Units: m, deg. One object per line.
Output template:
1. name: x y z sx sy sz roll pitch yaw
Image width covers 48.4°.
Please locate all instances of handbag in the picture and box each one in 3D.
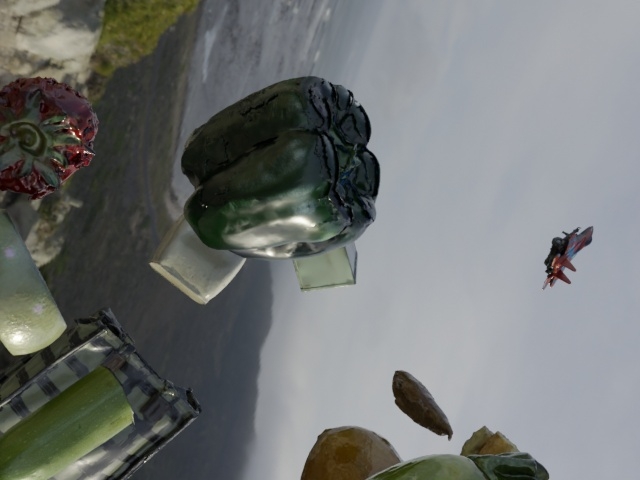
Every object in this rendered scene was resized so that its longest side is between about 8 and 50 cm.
1. handbag: -0.461 0.335 1.412 0.327 0.325 0.162 -37 -152 1

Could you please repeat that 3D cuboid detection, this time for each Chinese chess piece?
1. Chinese chess piece: -0.473 0.061 1.082 0.092 0.237 0.237 -29 165 -21

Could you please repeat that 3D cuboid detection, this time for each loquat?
1. loquat: 0.062 0.375 1.014 0.176 0.234 0.187 -39 156 15

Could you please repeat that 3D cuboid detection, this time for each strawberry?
1. strawberry: -0.451 -0.169 1.133 0.201 0.184 0.186 -148 -128 -59

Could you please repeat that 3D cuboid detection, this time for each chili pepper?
1. chili pepper: -0.056 -0.089 0.971 0.248 0.257 0.233 33 45 -65

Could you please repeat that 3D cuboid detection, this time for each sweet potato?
1. sweet potato: 0.163 0.273 1.175 0.206 0.068 0.060 -144 -125 -60

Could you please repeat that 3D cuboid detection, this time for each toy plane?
1. toy plane: 0.459 0.015 1.313 0.189 0.061 0.130 -45 150 -43

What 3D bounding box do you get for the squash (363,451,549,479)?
1. squash: 0.039 0.206 0.460 0.287 0.137 0.137 -27 150 -42

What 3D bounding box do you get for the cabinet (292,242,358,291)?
1. cabinet: 0.000 0.000 1.814 0.145 0.150 0.206 -82 160 -56

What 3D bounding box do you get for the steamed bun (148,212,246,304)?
1. steamed bun: -0.226 0.020 1.355 0.164 0.146 0.242 -54 -170 -11

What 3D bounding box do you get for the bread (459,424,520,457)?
1. bread: 0.342 0.624 1.587 0.375 0.236 0.165 -49 -164 -5

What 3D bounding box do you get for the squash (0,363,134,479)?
1. squash: -0.338 0.247 0.907 0.188 0.095 0.095 -32 159 -32
